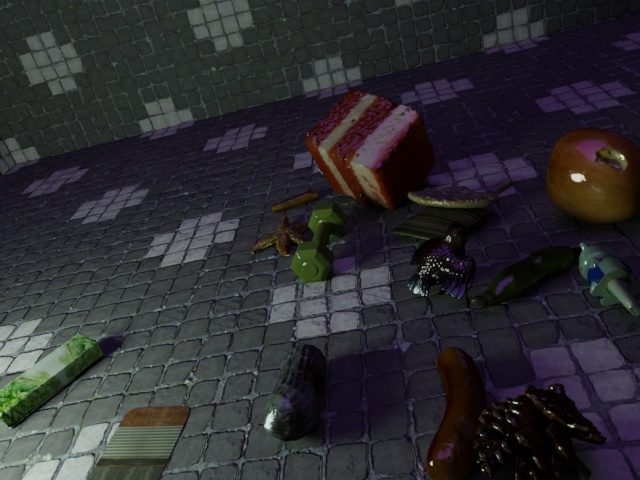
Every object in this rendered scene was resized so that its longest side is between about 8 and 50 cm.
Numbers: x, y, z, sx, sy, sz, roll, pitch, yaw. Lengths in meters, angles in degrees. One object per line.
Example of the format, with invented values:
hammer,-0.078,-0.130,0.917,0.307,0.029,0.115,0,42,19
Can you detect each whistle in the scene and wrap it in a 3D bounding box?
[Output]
whistle,0.617,0.081,1.237,0.092,0.110,0.244,-41,21,22

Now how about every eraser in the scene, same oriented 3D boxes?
eraser,0.550,-0.166,1.778,0.083,0.019,0.038,-30,33,-24

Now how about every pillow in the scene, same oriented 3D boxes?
pillow,0.344,-0.052,1.647,0.212,0.052,0.208,-32,27,-29

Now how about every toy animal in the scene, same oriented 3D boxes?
toy animal,0.288,0.045,1.386,0.116,0.179,0.218,1,23,-23

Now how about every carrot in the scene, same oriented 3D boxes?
carrot,-0.091,-0.136,2.033,0.171,0.042,0.042,-19,29,-1

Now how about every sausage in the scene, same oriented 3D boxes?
sausage,0.250,0.307,1.048,0.103,0.076,0.302,-13,27,21

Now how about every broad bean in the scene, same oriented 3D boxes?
broad bean,0.484,0.075,1.347,0.339,0.061,0.077,-25,42,-16

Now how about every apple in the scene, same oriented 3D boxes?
apple,0.715,-0.166,1.473,0.241,0.242,0.242,23,47,40

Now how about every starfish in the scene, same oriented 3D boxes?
starfish,-0.110,-0.012,1.825,0.240,0.043,0.227,-26,29,-12

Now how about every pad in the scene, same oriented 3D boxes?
pad,-0.315,0.411,1.173,0.323,0.055,0.250,-24,24,24

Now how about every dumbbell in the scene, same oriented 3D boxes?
dumbbell,0.000,0.000,1.676,0.108,0.121,0.302,-35,19,29

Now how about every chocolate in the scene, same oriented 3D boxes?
chocolate,-0.045,0.303,1.176,0.110,0.110,0.248,-7,31,16

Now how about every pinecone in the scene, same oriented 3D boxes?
pinecone,0.336,0.311,0.908,0.195,0.150,0.179,-23,-9,9

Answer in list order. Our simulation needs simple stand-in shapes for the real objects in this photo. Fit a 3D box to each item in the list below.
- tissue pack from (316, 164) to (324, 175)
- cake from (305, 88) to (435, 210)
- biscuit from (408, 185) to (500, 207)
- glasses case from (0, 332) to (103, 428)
tissue pack,0.111,-0.342,2.196,0.235,0.073,0.173,-36,5,-31
cake,0.168,-0.280,1.855,0.319,0.270,0.269,31,74,40
biscuit,0.386,-0.125,1.683,0.265,0.040,0.188,6,19,28
glasses case,-0.691,0.350,1.465,0.095,0.062,0.272,17,43,36
